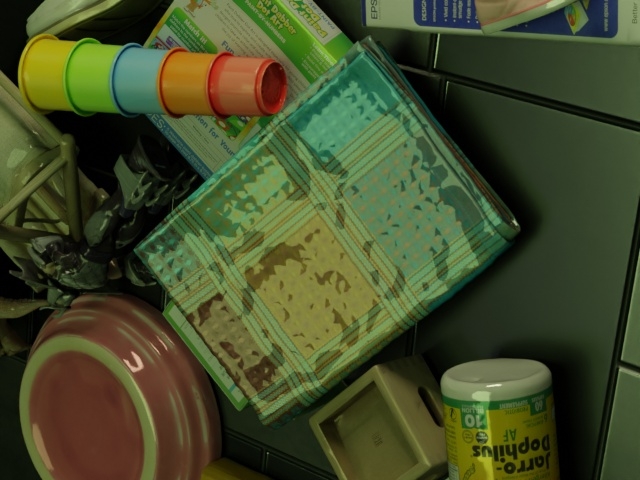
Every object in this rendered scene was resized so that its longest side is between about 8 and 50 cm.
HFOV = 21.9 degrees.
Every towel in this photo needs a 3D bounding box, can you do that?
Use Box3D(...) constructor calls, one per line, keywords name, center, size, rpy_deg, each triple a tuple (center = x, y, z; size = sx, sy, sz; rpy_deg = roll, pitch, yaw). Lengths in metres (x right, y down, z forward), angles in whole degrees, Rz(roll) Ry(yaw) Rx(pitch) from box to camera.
Box3D(name="towel", center=(0.000, 0.000, 1.781), size=(0.370, 0.040, 0.271), rpy_deg=(-40, 83, 20))

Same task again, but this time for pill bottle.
Box3D(name="pill bottle", center=(0.192, 0.237, 1.735), size=(0.117, 0.117, 0.208), rpy_deg=(2, 102, 38))

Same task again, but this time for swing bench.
Box3D(name="swing bench", center=(-0.406, -0.105, 2.073), size=(0.165, 0.255, 0.253), rpy_deg=(-43, 70, -6))

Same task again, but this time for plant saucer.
Box3D(name="plant saucer", center=(-0.275, 0.234, 2.129), size=(0.332, 0.084, 0.332), rpy_deg=(11, 107, 37))

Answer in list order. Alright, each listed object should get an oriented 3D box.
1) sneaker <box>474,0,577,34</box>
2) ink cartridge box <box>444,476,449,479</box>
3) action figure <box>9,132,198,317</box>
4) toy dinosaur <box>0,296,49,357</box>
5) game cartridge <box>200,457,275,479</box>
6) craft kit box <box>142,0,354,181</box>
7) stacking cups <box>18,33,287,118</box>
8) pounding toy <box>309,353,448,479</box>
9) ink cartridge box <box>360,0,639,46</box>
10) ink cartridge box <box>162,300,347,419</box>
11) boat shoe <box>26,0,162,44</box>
Box3D(name="sneaker", center=(0.198, -0.245, 1.572), size=(0.134, 0.051, 0.070), rpy_deg=(-13, 99, 44))
Box3D(name="ink cartridge box", center=(0.141, 0.307, 1.850), size=(0.115, 0.029, 0.063), rpy_deg=(-43, 74, 36))
Box3D(name="action figure", center=(-0.259, -0.005, 2.003), size=(0.285, 0.185, 0.099), rpy_deg=(-51, 61, 25))
Box3D(name="toy dinosaur", center=(-0.496, 0.081, 2.223), size=(0.295, 0.127, 0.200), rpy_deg=(-16, 97, 47))
Box3D(name="game cartridge", center=(-0.023, 0.448, 2.004), size=(0.323, 0.052, 0.285), rpy_deg=(19, 113, 34))
Box3D(name="craft kit box", center=(-0.082, -0.178, 1.866), size=(0.250, 0.061, 0.247), rpy_deg=(48, 129, 8))
Box3D(name="stacking cups", center=(-0.184, -0.178, 1.856), size=(0.316, 0.096, 0.096), rpy_deg=(7, 106, 25))
Box3D(name="pounding toy", center=(0.071, 0.259, 1.846), size=(0.206, 0.094, 0.181), rpy_deg=(-43, 69, 38))
Box3D(name="ink cartridge box", center=(0.203, -0.288, 1.628), size=(0.370, 0.069, 0.176), rpy_deg=(9, 107, 34))
Box3D(name="ink cartridge box", center=(-0.076, 0.131, 1.927), size=(0.209, 0.109, 0.062), rpy_deg=(49, 127, 17))
Box3D(name="boat shoe", center=(-0.239, -0.320, 1.949), size=(0.302, 0.113, 0.103), rpy_deg=(-26, 83, 29))
